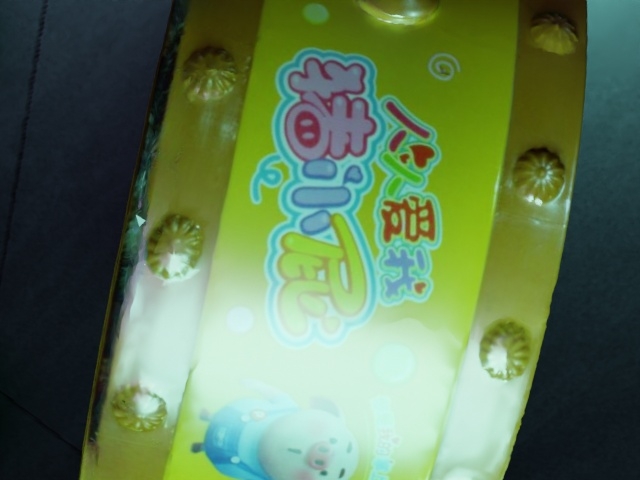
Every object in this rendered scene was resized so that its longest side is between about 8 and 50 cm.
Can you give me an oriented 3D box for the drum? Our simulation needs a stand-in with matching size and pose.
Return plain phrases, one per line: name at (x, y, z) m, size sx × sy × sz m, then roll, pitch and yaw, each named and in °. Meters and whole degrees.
drum at (0.000, 0.000, 1.081) m, size 0.214 × 0.431 × 0.431 m, roll 11°, pitch 125°, yaw -3°
